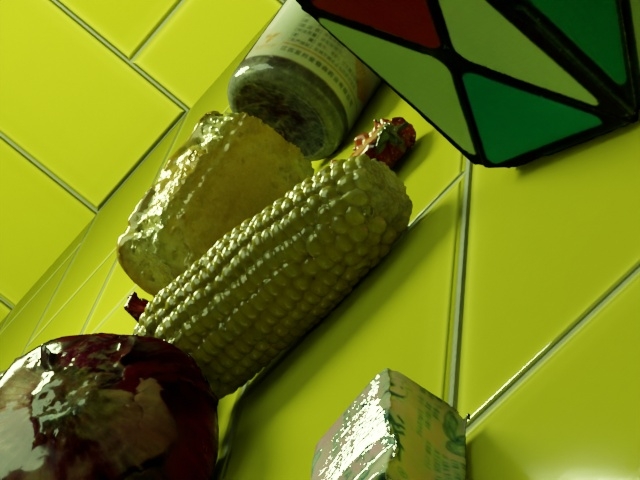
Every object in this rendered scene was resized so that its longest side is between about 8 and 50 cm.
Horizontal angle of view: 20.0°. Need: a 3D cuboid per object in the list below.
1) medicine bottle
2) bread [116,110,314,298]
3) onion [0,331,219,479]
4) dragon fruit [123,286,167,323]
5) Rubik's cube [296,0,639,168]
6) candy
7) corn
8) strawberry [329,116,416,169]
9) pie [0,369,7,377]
[{"bbox_3d":[0.011,-0.245,2.313,0.165,0.165,0.273,-34,20,56],"label":"medicine bottle"},{"bbox_3d":[-0.115,-0.028,2.088,0.245,0.174,0.121,-59,12,-20],"label":"bread"},{"bbox_3d":[-0.202,0.206,1.684,0.252,0.219,0.252,-14,49,17],"label":"onion"},{"bbox_3d":[-0.145,0.082,1.986,0.063,0.131,0.097,-35,26,39],"label":"dragon fruit"},{"bbox_3d":[0.169,-0.234,1.464,0.246,0.248,0.250,-56,14,-20],"label":"Rubik's cube"},{"bbox_3d":[0.044,0.155,1.154,0.092,0.073,0.160,-52,11,19],"label":"candy"},{"bbox_3d":[-0.055,0.046,1.751,0.347,0.130,0.130,-39,15,24],"label":"corn"},{"bbox_3d":[0.046,-0.080,1.936,0.152,0.048,0.104,-40,8,43],"label":"strawberry"},{"bbox_3d":[-0.332,0.297,1.893,0.337,0.075,0.337,-170,90,-69],"label":"pie"}]
